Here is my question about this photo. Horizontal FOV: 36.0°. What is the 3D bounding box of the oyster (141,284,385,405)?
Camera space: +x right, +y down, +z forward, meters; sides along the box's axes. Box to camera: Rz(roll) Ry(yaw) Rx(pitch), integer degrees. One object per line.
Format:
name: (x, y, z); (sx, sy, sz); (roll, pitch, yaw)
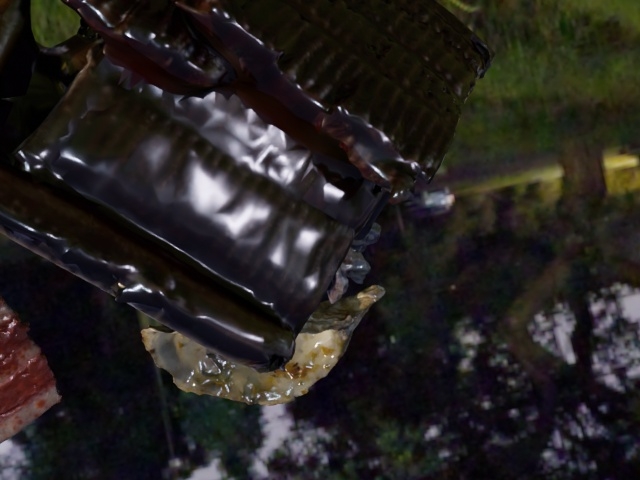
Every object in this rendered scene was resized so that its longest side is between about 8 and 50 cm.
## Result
oyster: (-0.089, 0.174, 1.619); (0.396, 0.204, 0.111); (-5, -143, -9)

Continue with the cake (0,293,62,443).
cake: (-0.365, 0.132, 0.818); (0.262, 0.158, 0.160); (-33, -153, -18)

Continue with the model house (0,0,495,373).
model house: (-0.064, -0.089, 0.643); (0.317, 0.282, 0.297); (32, 173, -14)

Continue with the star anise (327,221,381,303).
star anise: (0.000, 0.000, 1.305); (0.205, 0.180, 0.061); (2, 170, -32)
